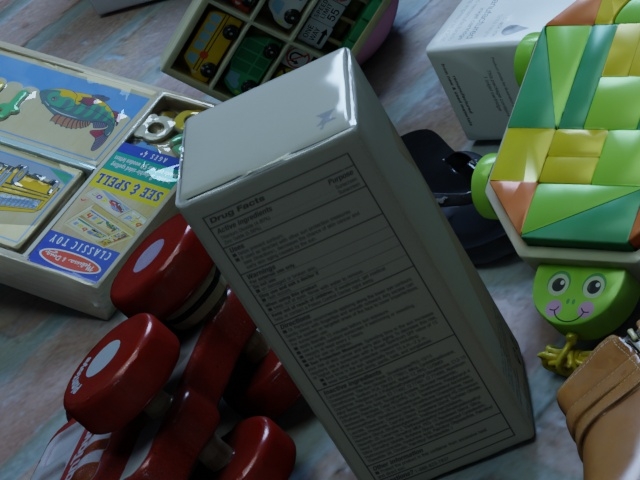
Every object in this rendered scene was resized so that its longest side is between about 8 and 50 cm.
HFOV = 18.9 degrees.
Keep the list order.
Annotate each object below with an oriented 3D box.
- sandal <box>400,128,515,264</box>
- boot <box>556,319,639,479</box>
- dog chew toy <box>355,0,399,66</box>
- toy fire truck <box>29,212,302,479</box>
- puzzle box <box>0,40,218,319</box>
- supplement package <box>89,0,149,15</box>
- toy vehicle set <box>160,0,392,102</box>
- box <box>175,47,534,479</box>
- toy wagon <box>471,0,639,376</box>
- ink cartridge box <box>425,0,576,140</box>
[{"bbox_3d":[0.112,-0.047,1.715,0.097,0.054,0.254,-38,32,-12],"label":"sandal"},{"bbox_3d":[0.203,0.150,1.303,0.283,0.109,0.220,-31,32,-5],"label":"boot"},{"bbox_3d":[-0.054,-0.321,1.980,0.206,0.332,0.206,-21,33,14],"label":"dog chew toy"},{"bbox_3d":[-0.148,0.136,1.592,0.254,0.169,0.302,-32,25,34],"label":"toy fire truck"},{"bbox_3d":[-0.317,-0.082,1.995,0.409,0.052,0.272,17,53,25],"label":"puzzle box"},{"bbox_3d":[-0.171,-0.424,2.375,0.293,0.177,0.175,-10,36,29],"label":"supplement package"},{"bbox_3d":[-0.023,-0.243,1.888,0.267,0.166,0.035,-57,20,24],"label":"toy vehicle set"},{"bbox_3d":[0.030,0.029,1.427,0.148,0.311,0.121,-22,32,13],"label":"box"},{"bbox_3d":[0.241,-0.058,1.508,0.267,0.068,0.344,3,64,42],"label":"toy wagon"},{"bbox_3d":[0.265,-0.195,1.743,0.273,0.114,0.197,1,42,40],"label":"ink cartridge box"}]
